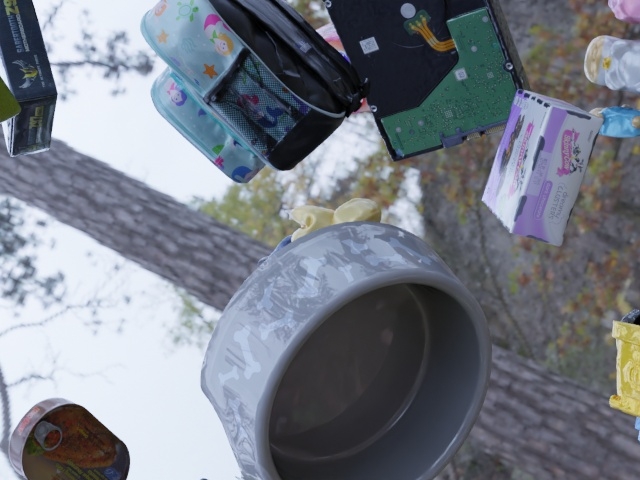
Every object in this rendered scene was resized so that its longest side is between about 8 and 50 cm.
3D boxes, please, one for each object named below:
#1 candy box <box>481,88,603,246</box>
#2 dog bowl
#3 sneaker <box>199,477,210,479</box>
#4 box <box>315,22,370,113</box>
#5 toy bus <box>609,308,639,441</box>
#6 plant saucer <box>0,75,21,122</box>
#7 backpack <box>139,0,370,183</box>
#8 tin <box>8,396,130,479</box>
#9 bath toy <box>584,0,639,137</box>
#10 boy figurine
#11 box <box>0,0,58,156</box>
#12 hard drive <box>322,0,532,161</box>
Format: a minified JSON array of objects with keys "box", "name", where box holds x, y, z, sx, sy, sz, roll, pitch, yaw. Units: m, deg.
[{"box":[0.280,-0.099,1.316,0.196,0.070,0.164,-96,21,-76],"name":"candy box"},{"box":[0.043,0.157,1.140,0.349,0.102,0.348,-13,-63,-27],"name":"dog bowl"},{"box":[-0.233,0.494,1.914,0.104,0.262,0.125,-46,-41,-69],"name":"sneaker"},{"box":[0.078,-0.330,1.854,0.300,0.154,0.142,-41,-59,-55],"name":"box"},{"box":[0.531,0.215,1.488,0.220,0.149,0.211,3,-86,-34],"name":"toy bus"},{"box":[-0.432,-0.160,1.041,0.188,0.189,0.045,71,-170,-51],"name":"plant saucer"},{"box":[-0.092,-0.206,1.215,0.191,0.253,0.225,-39,9,22],"name":"backpack"},{"box":[-0.305,0.265,1.251,0.106,0.040,0.189,-58,-39,-24],"name":"tin"},{"box":[0.455,-0.319,1.424,0.129,0.151,0.348,-10,-65,-41],"name":"bath toy"},{"box":[0.000,0.000,1.993,0.285,0.177,0.092,-39,-6,32],"name":"boy figurine"},{"box":[-0.398,-0.248,1.319,0.059,0.232,0.183,-13,-12,-21],"name":"box"},{"box":[0.154,-0.301,1.511,0.338,0.237,0.064,64,-152,-21],"name":"hard drive"}]
